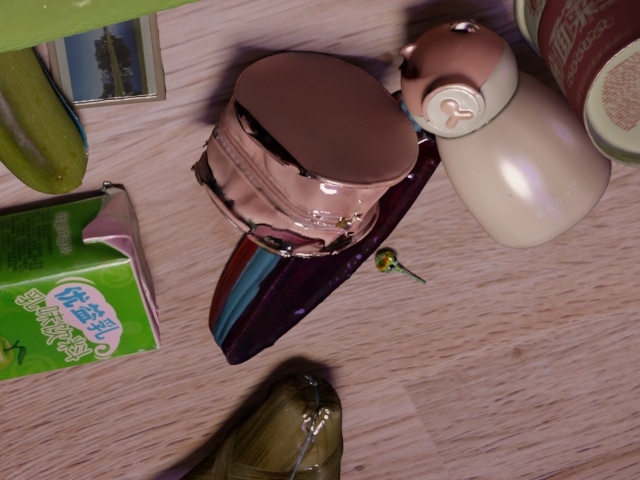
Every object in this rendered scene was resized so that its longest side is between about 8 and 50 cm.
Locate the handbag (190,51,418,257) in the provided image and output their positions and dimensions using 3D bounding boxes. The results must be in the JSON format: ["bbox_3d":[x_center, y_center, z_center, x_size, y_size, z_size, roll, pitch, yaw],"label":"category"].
[{"bbox_3d":[-0.014,-0.082,1.870,0.179,0.205,0.116,-21,145,-36],"label":"handbag"}]

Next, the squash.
[{"bbox_3d":[-0.309,-0.162,1.806,0.094,0.094,0.341,-17,134,7],"label":"squash"}]

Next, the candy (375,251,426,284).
[{"bbox_3d":[0.092,0.033,2.131,0.083,0.023,0.025,25,86,-41],"label":"candy"}]

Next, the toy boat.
[{"bbox_3d":[0.000,0.000,2.046,0.136,0.079,0.392,25,123,-29],"label":"toy boat"}]

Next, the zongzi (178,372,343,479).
[{"bbox_3d":[-0.092,0.246,2.247,0.242,0.112,0.221,-4,137,-6],"label":"zongzi"}]

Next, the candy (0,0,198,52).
[{"bbox_3d":[-0.225,-0.251,1.667,0.344,0.132,0.142,-15,160,-10],"label":"candy"}]

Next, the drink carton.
[{"bbox_3d":[-0.314,0.053,2.012,0.271,0.108,0.161,-11,139,0],"label":"drink carton"}]

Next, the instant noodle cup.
[{"bbox_3d":[0.315,-0.192,1.825,0.235,0.178,0.234,-6,134,-6],"label":"instant noodle cup"}]

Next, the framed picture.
[{"bbox_3d":[-0.209,-0.187,1.854,0.109,0.011,0.149,-7,136,-4],"label":"framed picture"}]

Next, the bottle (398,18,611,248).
[{"bbox_3d":[0.167,-0.117,1.883,0.147,0.147,0.236,-31,119,20],"label":"bottle"}]
